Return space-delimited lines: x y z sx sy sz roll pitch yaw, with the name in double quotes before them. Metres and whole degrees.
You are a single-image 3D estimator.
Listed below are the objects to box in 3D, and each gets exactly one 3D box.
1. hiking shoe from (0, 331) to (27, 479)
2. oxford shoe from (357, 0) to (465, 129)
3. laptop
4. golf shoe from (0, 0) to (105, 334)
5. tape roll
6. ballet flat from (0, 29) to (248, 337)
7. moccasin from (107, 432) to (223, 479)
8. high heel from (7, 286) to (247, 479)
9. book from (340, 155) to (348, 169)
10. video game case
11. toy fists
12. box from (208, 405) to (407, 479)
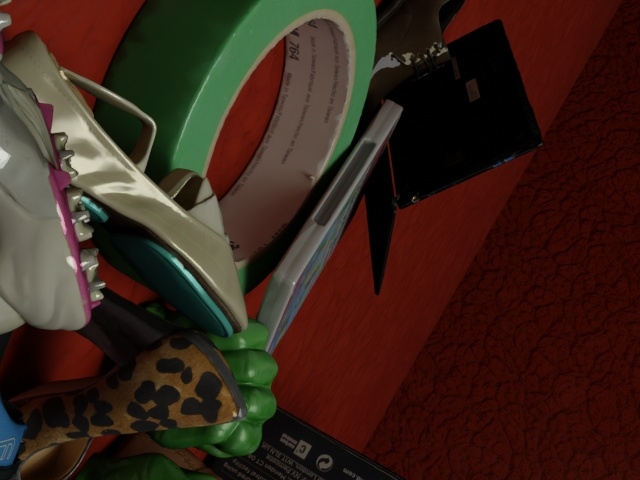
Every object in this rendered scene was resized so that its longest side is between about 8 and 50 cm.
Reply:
"hiking shoe" -0.238 0.167 0.515 0.132 0.113 0.304 -40 151 -48
"oxford shoe" 0.096 -0.216 0.919 0.227 0.096 0.083 -59 163 -8
"laptop" 0.141 -0.099 0.966 0.136 0.264 0.234 46 29 -40
"golf shoe" -0.186 -0.076 0.322 0.140 0.115 0.306 -15 121 -12
"tape roll" -0.063 -0.095 0.687 0.321 0.077 0.321 -53 160 -29
"ballet flat" -0.113 -0.030 0.495 0.248 0.086 0.086 46 69 -39
"moccasin" -0.230 0.355 0.743 0.380 0.147 0.139 -45 155 -42
"high heel" -0.162 0.164 0.600 0.093 0.186 0.261 -27 140 -61
"book" -0.004 -0.030 1.009 0.144 0.035 0.096 -53 158 -30
"video game case" 0.000 0.000 0.860 0.285 0.025 0.204 -58 174 -39
"toy fists" -0.128 0.189 0.706 0.096 0.142 0.279 89 18 -70
"box" -0.055 0.539 1.238 0.472 0.297 0.480 -60 162 -12
